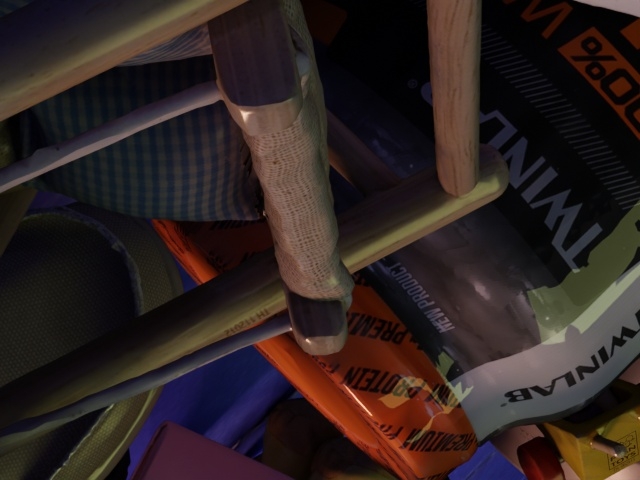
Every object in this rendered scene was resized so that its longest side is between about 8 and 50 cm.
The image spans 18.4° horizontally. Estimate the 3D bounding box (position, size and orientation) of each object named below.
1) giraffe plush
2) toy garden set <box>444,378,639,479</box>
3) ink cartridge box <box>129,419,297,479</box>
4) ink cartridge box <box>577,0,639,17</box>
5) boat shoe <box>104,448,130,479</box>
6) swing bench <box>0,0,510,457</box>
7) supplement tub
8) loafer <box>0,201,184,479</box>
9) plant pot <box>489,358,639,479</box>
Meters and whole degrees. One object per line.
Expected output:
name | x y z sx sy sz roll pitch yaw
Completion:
giraffe plush | -0.043 0.231 1.307 0.170 0.181 0.210 -20 134 -37
toy garden set | 0.078 0.110 0.821 0.203 0.049 0.244 -26 -177 -11
ink cartridge box | -0.015 0.214 1.074 0.307 0.223 0.129 110 5 -78
ink cartridge box | 0.097 -0.164 0.617 0.232 0.189 0.066 110 -8 -62
boat shoe | -0.142 0.118 0.891 0.076 0.080 0.228 -55 165 9
swing bench | -0.092 -0.017 0.500 0.254 0.165 0.253 -44 166 -8
supplement tub | 0.104 -0.069 0.825 0.338 0.207 0.207 -45 165 -9
loafer | -0.158 0.086 0.713 0.268 0.102 0.092 -44 171 -6
plant pot | 0.259 -0.012 1.311 0.323 0.323 0.280 -36 145 -36
